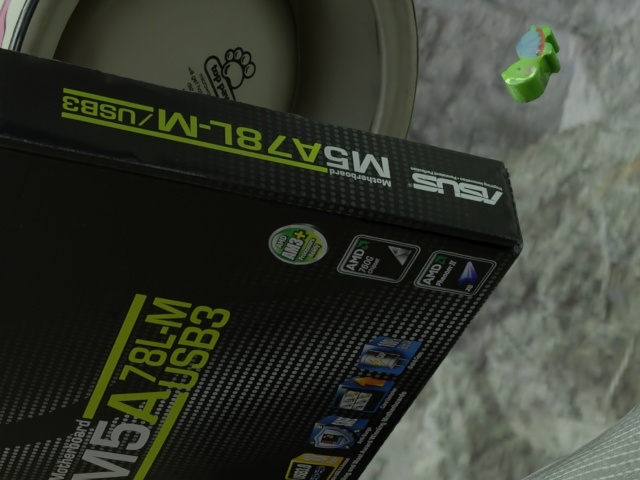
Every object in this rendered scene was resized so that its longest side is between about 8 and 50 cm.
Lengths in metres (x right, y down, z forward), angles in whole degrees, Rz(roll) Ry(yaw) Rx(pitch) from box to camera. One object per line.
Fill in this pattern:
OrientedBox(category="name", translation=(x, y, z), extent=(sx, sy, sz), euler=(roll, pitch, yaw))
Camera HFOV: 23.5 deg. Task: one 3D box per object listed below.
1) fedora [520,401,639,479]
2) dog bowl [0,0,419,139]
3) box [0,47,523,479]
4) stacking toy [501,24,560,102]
OrientedBox(category="fedora", translation=(0.108, 0.117, 0.397), extent=(0.124, 0.244, 0.275), euler=(-14, -33, 5))
OrientedBox(category="dog bowl", translation=(-0.117, -0.130, 1.284), extent=(0.150, 0.408, 0.408), euler=(26, -41, 47))
OrientedBox(category="box", translation=(-0.053, 0.028, 0.537), extent=(0.184, 0.045, 0.191), euler=(10, -42, -20))
OrientedBox(category="stacking toy", translation=(0.090, -0.209, 0.914), extent=(0.052, 0.221, 0.167), euler=(-15, -42, 20))
